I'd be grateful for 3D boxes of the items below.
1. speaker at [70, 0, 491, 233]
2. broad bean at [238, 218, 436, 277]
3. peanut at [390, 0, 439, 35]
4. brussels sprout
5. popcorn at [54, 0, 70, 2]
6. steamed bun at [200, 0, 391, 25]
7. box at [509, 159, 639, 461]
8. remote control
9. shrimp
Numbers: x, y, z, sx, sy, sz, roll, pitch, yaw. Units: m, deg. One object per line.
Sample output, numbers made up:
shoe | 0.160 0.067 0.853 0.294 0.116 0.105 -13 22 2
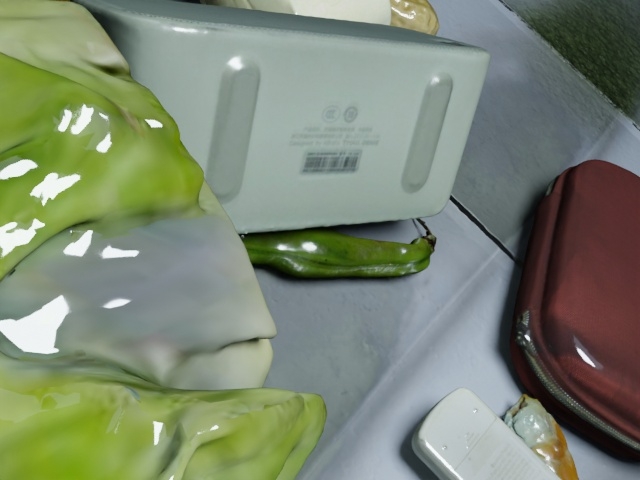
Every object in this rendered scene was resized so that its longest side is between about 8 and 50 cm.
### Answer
speaker | -0.032 -0.121 0.782 0.406 0.184 0.183 -6 25 -37
broad bean | 0.006 0.005 0.845 0.318 0.056 0.098 0 28 -39
peanut | 0.070 -0.334 1.120 0.214 0.099 0.099 30 46 -17
brussels sprout | -0.222 0.070 0.467 0.361 0.342 0.425 -23 65 -18
popcorn | -0.269 -0.265 0.764 0.235 0.217 0.181 4 50 -43
steamed bun | -0.051 -0.310 0.975 0.200 0.155 0.250 -29 81 -39
box | 0.363 0.072 0.974 0.263 0.108 0.404 33 46 -5
remote control | 0.171 0.225 0.744 0.190 0.029 0.087 44 55 8
shrimp | 0.180 0.233 0.790 0.166 0.049 0.161 0 58 -23
